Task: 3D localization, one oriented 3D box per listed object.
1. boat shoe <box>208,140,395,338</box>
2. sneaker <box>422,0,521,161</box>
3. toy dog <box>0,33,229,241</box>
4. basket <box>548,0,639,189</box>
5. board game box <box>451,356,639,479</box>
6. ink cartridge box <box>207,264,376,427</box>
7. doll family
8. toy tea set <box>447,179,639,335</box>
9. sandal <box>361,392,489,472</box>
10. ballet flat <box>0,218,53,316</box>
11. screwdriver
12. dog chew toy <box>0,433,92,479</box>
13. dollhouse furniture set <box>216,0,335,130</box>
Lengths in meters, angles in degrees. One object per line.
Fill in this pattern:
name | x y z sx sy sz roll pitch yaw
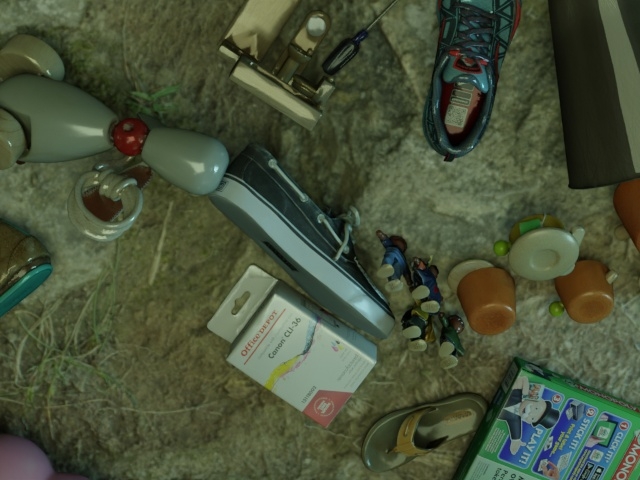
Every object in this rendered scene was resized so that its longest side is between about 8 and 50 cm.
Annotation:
boat shoe | -0.002 0.000 1.985 0.306 0.113 0.105 42 75 -18
sneaker | 0.185 -0.219 1.907 0.104 0.125 0.262 6 105 1
toy dog | -0.281 -0.106 1.938 0.333 0.161 0.220 39 63 21
basket | 0.363 -0.199 1.895 0.204 0.154 0.227 -16 100 6
board game box | 0.281 0.331 2.079 0.213 0.046 0.317 22 105 -11
ink cartridge box | -0.040 0.133 2.042 0.198 0.067 0.115 34 104 -6
doll family | 0.124 0.069 1.998 0.076 0.111 0.193 -12 112 18
toy tea set | 0.322 0.008 1.989 0.336 0.124 0.200 -8 134 1
sandal | 0.134 0.250 2.074 0.180 0.049 0.072 -22 104 8
ballet flat | -0.490 0.100 2.043 0.342 0.116 0.124 -46 78 12
screwdriver | 0.068 -0.264 1.959 0.170 0.024 0.025 -41 129 5
dog chew toy | -0.408 0.345 2.057 0.332 0.206 0.206 41 103 1
dollhouse furniture set | -0.035 -0.233 1.901 0.144 0.151 0.123 32 104 -8
